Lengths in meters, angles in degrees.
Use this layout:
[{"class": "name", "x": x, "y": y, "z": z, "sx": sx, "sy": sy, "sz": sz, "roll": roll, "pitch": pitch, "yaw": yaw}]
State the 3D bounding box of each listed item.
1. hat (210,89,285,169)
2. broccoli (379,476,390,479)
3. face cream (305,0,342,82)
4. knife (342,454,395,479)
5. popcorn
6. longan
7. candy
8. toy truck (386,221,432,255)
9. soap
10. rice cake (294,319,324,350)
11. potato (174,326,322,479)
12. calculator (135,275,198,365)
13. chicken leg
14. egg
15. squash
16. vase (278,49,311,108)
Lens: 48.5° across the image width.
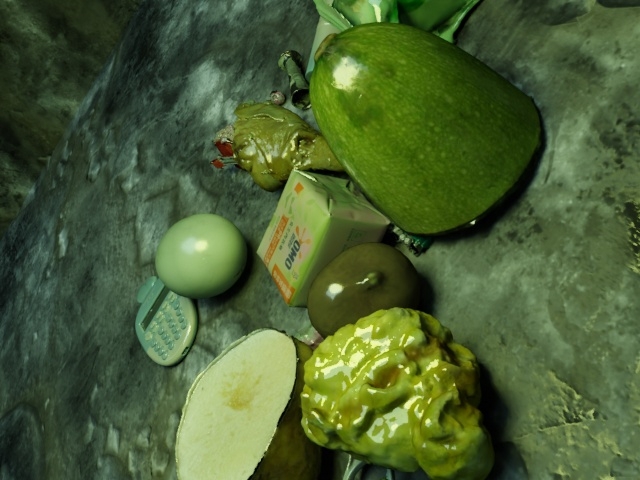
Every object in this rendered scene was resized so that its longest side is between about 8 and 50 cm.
[{"class": "hat", "x": -0.158, "y": -0.264, "z": 1.698, "sx": 0.227, "sy": 0.129, "sz": 0.140, "roll": -55, "pitch": 10, "yaw": -17}, {"class": "broccoli", "x": 0.085, "y": 0.412, "z": 0.975, "sx": 0.145, "sy": 0.138, "sz": 0.162, "roll": 11, "pitch": 61, "yaw": 19}, {"class": "face cream", "x": 0.029, "y": -0.466, "z": 1.590, "sx": 0.077, "sy": 0.077, "sz": 0.250, "roll": -7, "pitch": 64, "yaw": 48}, {"class": "knife", "x": 0.043, "y": 0.295, "z": 1.150, "sx": 0.123, "sy": 0.053, "sz": 0.278, "roll": -39, "pitch": 42, "yaw": 21}, {"class": "popcorn", "x": 0.114, "y": 0.208, "z": 1.004, "sx": 0.285, "sy": 0.173, "sz": 0.225, "roll": 5, "pitch": 70, "yaw": 33}, {"class": "longan", "x": 0.069, "y": 0.092, "z": 1.147, "sx": 0.189, "sy": 0.189, "sz": 0.189, "roll": -27, "pitch": 50, "yaw": 38}, {"class": "candy", "x": 0.197, "y": -0.500, "z": 1.341, "sx": 0.398, "sy": 0.172, "sz": 0.263, "roll": -42, "pitch": 51, "yaw": -1}, {"class": "toy truck", "x": 0.152, "y": -0.010, "z": 1.214, "sx": 0.044, "sy": 0.039, "sz": 0.083, "roll": -45, "pitch": 40, "yaw": -2}, {"class": "soap", "x": 0.000, "y": 0.000, "z": 1.278, "sx": 0.182, "sy": 0.138, "sz": 0.199, "roll": 52, "pitch": 124, "yaw": 49}, {"class": "rice cake", "x": -0.055, "y": 0.213, "z": 1.296, "sx": 0.290, "sy": 0.081, "sz": 0.051, "roll": -38, "pitch": 31, "yaw": 30}, {"class": "potato", "x": -0.092, "y": 0.316, "z": 1.194, "sx": 0.246, "sy": 0.196, "sz": 0.300, "roll": 4, "pitch": 61, "yaw": 41}, {"class": "calculator", "x": -0.379, "y": 0.184, "z": 1.728, "sx": 0.188, "sy": 0.042, "sz": 0.302, "roll": -58, "pitch": 38, "yaw": 10}, {"class": "chicken leg", "x": -0.030, "y": -0.190, "z": 1.454, "sx": 0.429, "sy": 0.152, "sz": 0.201, "roll": 11, "pitch": 70, "yaw": 44}, {"class": "egg", "x": -0.268, "y": 0.038, "z": 1.565, "sx": 0.264, "sy": 0.182, "sz": 0.183, "roll": -24, "pitch": 52, "yaw": 51}, {"class": "squash", "x": 0.136, "y": -0.208, "z": 1.101, "sx": 0.310, "sy": 0.309, "sz": 0.310, "roll": -26, "pitch": 46, "yaw": 30}, {"class": "vase", "x": -0.056, "y": -0.376, "z": 1.656, "sx": 0.059, "sy": 0.059, "sz": 0.167, "roll": -43, "pitch": 41, "yaw": 26}]
